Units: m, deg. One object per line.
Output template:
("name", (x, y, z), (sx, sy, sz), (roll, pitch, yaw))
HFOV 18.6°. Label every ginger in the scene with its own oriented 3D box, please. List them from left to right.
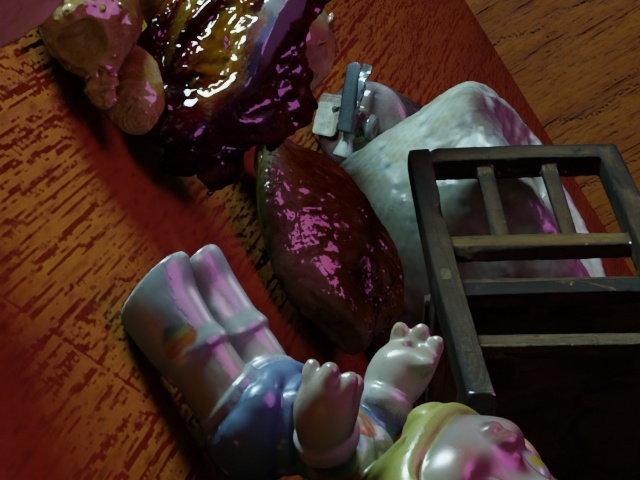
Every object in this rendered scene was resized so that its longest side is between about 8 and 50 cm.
("ginger", (-0.160, -0.172, 1.334), (0.115, 0.081, 0.205), (17, 45, -38))

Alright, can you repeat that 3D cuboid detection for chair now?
("chair", (0.165, 0.116, 1.453), (0.416, 0.203, 0.241), (-96, -176, -66))

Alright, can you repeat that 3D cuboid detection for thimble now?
("thimble", (0.137, 0.020, 1.733), (0.291, 0.195, 0.291), (52, 15, -21))

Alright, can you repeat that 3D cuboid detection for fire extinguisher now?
("fire extinguisher", (0.063, -0.107, 1.928), (0.105, 0.104, 0.269), (63, 15, 14))

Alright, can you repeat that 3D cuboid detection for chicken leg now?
("chicken leg", (-0.015, -0.182, 1.485), (0.407, 0.096, 0.158), (-42, 104, -43))

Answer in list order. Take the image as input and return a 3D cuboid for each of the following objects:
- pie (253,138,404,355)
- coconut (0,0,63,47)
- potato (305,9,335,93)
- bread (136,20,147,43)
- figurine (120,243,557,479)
("pie", (0.000, 0.000, 1.545), (0.163, 0.079, 0.193), (16, 47, -62))
("coconut", (-0.204, -0.214, 0.971), (0.259, 0.259, 0.259), (54, 15, -21))
("potato", (-0.054, -0.181, 1.616), (0.161, 0.128, 0.235), (61, 11, -13))
("bread", (-0.153, -0.164, 1.448), (0.110, 0.024, 0.110), (53, 16, -23))
("figurine", (0.038, 0.162, 1.167), (0.382, 0.205, 0.224), (48, 20, 28))
